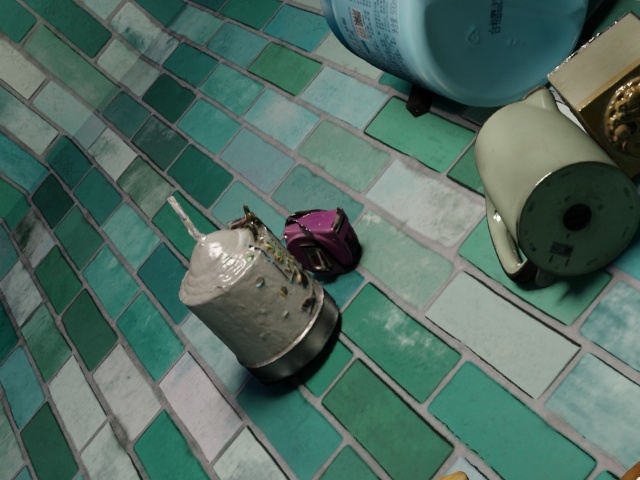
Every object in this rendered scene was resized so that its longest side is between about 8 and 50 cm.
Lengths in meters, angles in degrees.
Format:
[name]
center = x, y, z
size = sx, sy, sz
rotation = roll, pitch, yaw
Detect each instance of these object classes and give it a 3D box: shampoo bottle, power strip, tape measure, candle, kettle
[shampoo bottle]
center = 0.210, -0.407, 2.069
size = 0.331, 0.331, 0.343
rotation = -50, 30, 0
[power strip]
center = 0.182, -0.269, 2.267
size = 0.038, 0.029, 0.111
rotation = -21, 39, 42
[tape measure]
center = 0.000, 0.000, 2.100
size = 0.118, 0.125, 0.074
rotation = -5, 46, 32
[candle]
center = -0.124, 0.065, 2.000
size = 0.187, 0.330, 0.187
rotation = -33, 27, 19
[kettle]
center = 0.295, -0.059, 1.736
size = 0.255, 0.165, 0.240
rotation = -114, 39, -59

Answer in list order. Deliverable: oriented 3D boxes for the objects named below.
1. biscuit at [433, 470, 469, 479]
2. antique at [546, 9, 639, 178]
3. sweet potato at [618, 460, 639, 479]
[biscuit]
center = 0.069, 0.373, 1.601
size = 0.250, 0.030, 0.160
rotation = -30, 8, 32
[antique]
center = 0.417, -0.192, 1.706
size = 0.152, 0.146, 0.148
rotation = -38, 29, 11
[sweet potato]
center = 0.317, 0.331, 1.286
size = 0.106, 0.095, 0.354
rotation = 10, 59, 27
